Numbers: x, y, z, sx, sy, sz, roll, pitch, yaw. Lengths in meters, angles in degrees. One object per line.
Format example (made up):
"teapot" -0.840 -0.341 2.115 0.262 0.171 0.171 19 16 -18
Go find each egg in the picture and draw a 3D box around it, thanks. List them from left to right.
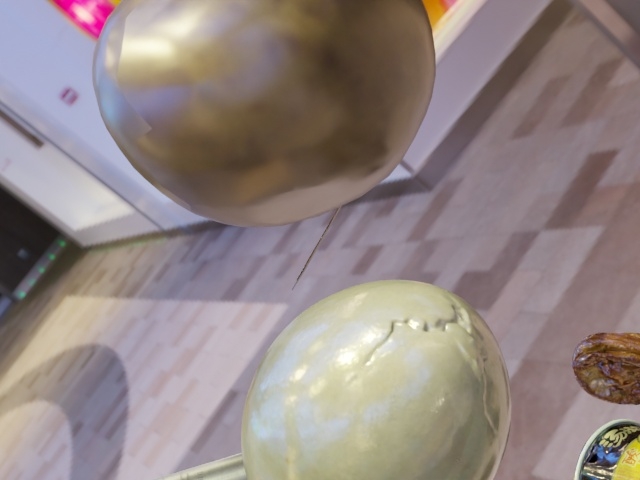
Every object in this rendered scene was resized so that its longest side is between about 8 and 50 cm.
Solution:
"egg" 0.025 0.079 0.468 0.152 0.114 0.114 -56 8 45

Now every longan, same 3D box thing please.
"longan" -0.059 -0.200 1.201 0.404 0.404 0.336 -62 8 -34

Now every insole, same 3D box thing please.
"insole" 0.000 0.000 1.495 0.188 0.004 0.064 -60 -1 -39

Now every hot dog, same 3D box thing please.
"hot dog" 0.376 0.148 1.267 0.065 0.147 0.099 -104 23 -46

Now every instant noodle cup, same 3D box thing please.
"instant noodle cup" 0.557 0.406 1.686 0.215 0.215 0.236 -56 22 -17

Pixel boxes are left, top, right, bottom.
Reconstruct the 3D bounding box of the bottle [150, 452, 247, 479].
"bottle" -0.133 0.244 0.943 0.254 0.079 0.096 -17 38 -8
